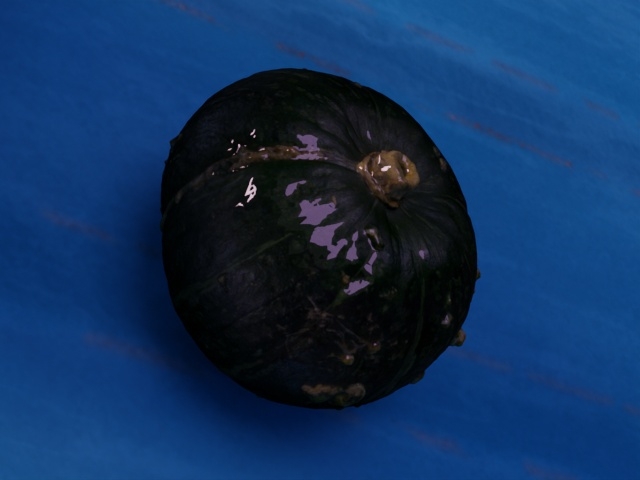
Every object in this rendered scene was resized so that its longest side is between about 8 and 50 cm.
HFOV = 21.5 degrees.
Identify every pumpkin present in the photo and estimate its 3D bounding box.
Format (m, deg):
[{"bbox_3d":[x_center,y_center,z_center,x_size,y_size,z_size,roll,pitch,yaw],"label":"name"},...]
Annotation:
[{"bbox_3d":[-0.001,-0.001,0.912,0.190,0.146,0.190,11,74,-41],"label":"pumpkin"}]
